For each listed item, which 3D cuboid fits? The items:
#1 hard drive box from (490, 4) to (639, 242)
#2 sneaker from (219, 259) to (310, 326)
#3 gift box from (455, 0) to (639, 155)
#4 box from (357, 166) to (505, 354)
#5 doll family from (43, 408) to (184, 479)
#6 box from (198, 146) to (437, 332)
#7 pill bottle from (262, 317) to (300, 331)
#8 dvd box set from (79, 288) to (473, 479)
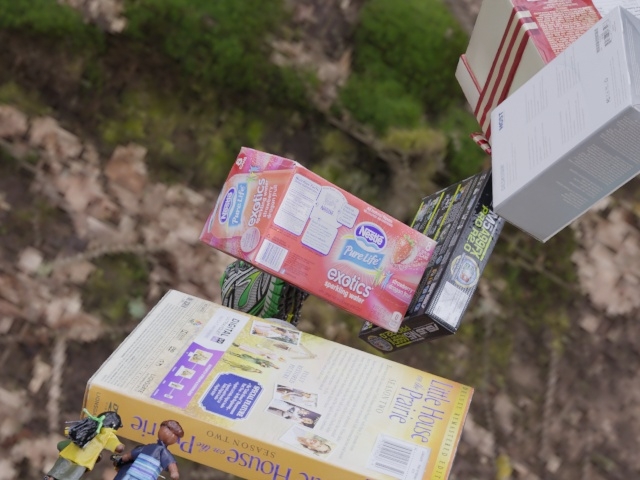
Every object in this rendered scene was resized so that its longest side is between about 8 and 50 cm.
[{"bbox_3d":[0.313,-0.139,1.757,0.089,0.232,0.181,29,43,-25],"label":"hard drive box"},{"bbox_3d":[-0.094,0.064,2.359,0.146,0.344,0.134,38,37,15],"label":"sneaker"},{"bbox_3d":[0.354,-0.250,2.092,0.255,0.258,0.276,-6,53,-15],"label":"gift box"},{"bbox_3d":[0.180,0.033,2.231,0.060,0.270,0.216,34,-26,-15],"label":"box"},{"bbox_3d":[-0.204,0.218,1.433,0.193,0.111,0.076,17,-33,34],"label":"doll family"},{"bbox_3d":[0.000,0.000,2.074,0.300,0.154,0.142,26,-3,-39],"label":"box"},{"bbox_3d":[-0.064,0.202,2.128,0.131,0.131,0.229,28,6,-13],"label":"pill bottle"},{"bbox_3d":[-0.038,0.197,1.755,0.420,0.062,0.307,17,22,6],"label":"dvd box set"}]
